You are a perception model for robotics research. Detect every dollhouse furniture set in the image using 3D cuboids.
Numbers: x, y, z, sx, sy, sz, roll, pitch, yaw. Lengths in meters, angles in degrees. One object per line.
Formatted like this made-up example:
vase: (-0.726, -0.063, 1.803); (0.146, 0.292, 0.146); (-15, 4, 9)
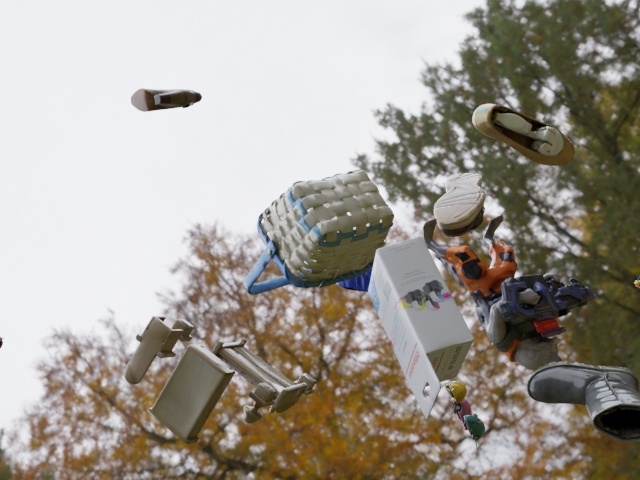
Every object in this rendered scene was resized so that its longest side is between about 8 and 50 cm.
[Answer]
dollhouse furniture set: (-0.222, 0.317, 1.780); (0.174, 0.303, 0.355); (-58, -20, 6)

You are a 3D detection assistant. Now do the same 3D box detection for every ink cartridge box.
ink cartridge box: (0.119, 0.101, 0.922); (0.062, 0.181, 0.104); (-15, -31, -13)

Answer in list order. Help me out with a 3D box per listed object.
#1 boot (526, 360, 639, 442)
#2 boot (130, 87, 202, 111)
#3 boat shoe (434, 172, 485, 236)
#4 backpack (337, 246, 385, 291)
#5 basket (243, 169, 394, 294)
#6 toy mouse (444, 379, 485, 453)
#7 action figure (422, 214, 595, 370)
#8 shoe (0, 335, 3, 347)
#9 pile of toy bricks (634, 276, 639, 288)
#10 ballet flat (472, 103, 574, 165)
boot: (0.408, 0.245, 1.199); (0.208, 0.190, 0.076); (-44, -57, -71)
boot: (-0.273, -0.253, 1.427); (0.087, 0.118, 0.042); (-12, -73, -43)
boat shoe: (0.297, -0.061, 1.650); (0.103, 0.285, 0.092); (-8, -70, 15)
backpack: (0.095, 0.058, 1.778); (0.098, 0.120, 0.101); (-24, -68, -53)
basket: (0.000, 0.000, 1.565); (0.255, 0.201, 0.289); (-14, -32, -36)
toy mouse: (0.267, 0.316, 1.441); (0.031, 0.143, 0.161); (-25, -1, -2)
action figure: (0.370, 0.107, 1.540); (0.341, 0.330, 0.178); (7, -42, -43)
shoe: (-0.647, 0.182, 1.528); (0.081, 0.063, 0.178); (25, -33, -22)
pile of toy bricks: (0.536, 0.070, 1.109); (0.118, 0.105, 0.212); (-56, 5, 7)
ballet flat: (0.410, -0.205, 1.561); (0.232, 0.073, 0.080); (18, -95, -13)
